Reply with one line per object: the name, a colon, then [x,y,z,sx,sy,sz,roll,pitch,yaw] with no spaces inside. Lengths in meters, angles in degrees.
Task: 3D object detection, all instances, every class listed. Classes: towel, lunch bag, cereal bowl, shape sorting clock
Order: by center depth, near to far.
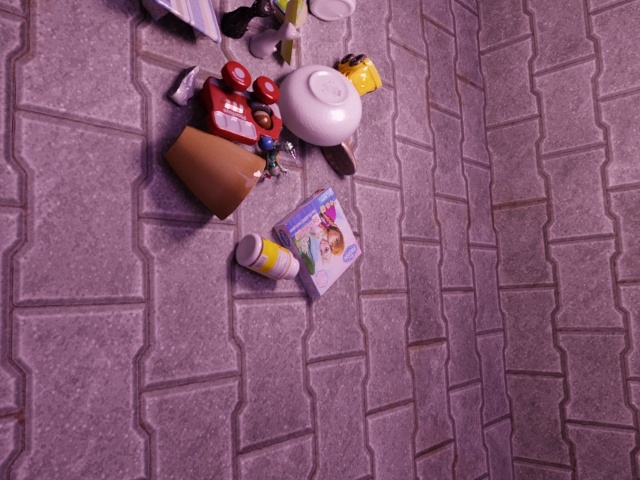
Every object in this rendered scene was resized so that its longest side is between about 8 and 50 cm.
lunch bag: [-0.502,-0.731,1.658,0.083,0.071,0.053,50,49,-29]
towel: [-0.430,-0.752,1.689,0.285,0.034,0.209,13,55,-58]
cereal bowl: [0.009,-0.530,2.025,0.339,0.141,0.338,10,60,-18]
shape sorting clock: [-0.126,-0.937,2.120,0.206,0.040,0.206,0,90,-45]

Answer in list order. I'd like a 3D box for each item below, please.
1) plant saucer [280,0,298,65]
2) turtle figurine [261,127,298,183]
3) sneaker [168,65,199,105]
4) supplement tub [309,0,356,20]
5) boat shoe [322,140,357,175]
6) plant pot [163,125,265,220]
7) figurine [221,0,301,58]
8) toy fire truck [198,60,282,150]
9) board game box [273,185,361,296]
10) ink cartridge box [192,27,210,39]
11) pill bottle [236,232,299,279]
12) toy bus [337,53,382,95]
plant saucer: [-0.117,-0.789,2.026,0.045,0.188,0.188,7,62,-6]
turtle figurine: [-0.154,-0.309,1.920,0.118,0.175,0.233,-3,74,-17]
sneaker: [-0.427,-0.494,1.724,0.061,0.054,0.152,48,57,-43]
supplement tub: [0.048,-1.093,2.223,0.194,0.194,0.315,7,78,-47]
boat shoe: [0.065,-0.413,2.190,0.324,0.123,0.116,57,46,-26]
plant pot: [-0.339,-0.231,1.665,0.254,0.237,0.237,37,57,-21]
figurine: [-0.199,-0.743,1.886,0.215,0.210,0.092,27,65,-42]
toy fire truck: [-0.248,-0.411,1.759,0.302,0.169,0.253,13,55,-45]
board game box: [0.000,0.000,2.090,0.319,0.066,0.317,-44,116,-42]
ink cartridge box: [-0.395,-0.697,1.800,0.083,0.028,0.048,-22,99,-47]
pill bottle: [-0.175,0.064,1.852,0.215,0.117,0.117,29,63,-41]
toy bus: [0.114,-0.660,2.259,0.211,0.220,0.149,-40,123,-7]
